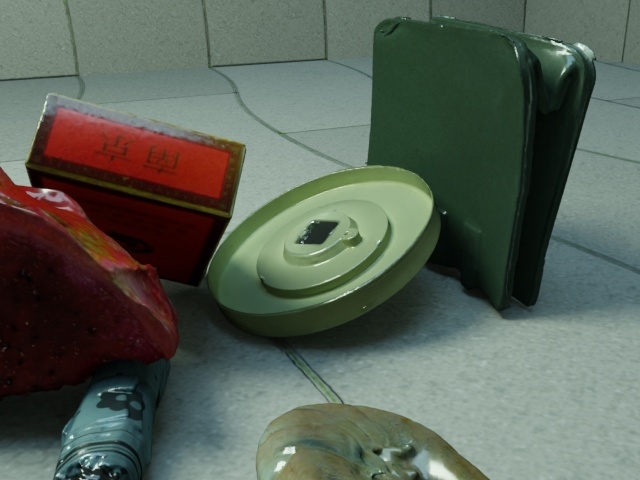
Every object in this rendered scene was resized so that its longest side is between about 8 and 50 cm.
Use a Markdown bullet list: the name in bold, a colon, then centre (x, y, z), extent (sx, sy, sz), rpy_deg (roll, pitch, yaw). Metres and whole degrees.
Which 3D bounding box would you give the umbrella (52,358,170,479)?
- **umbrella**: centre (-0.135, 0.125, 0.486), extent (0.052, 0.053, 0.250), rpy_deg (-12, 22, 0)

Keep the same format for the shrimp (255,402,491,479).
- **shrimp**: centre (0.046, 0.156, 0.392), extent (0.145, 0.059, 0.254), rpy_deg (8, 10, -20)

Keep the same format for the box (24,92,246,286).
- **box**: centre (-0.161, -0.030, 0.649), extent (0.153, 0.074, 0.240), rpy_deg (10, -18, -12)

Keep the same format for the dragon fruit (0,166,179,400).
- **dragon fruit**: centre (-0.236, 0.007, 0.520), extent (0.262, 0.212, 0.134), rpy_deg (-10, 28, 5)

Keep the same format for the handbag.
- **handbag**: centre (0.138, -0.085, 0.745), extent (0.079, 0.260, 0.247), rpy_deg (-9, 25, -26)

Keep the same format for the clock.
- **clock**: centre (0.000, 0.000, 0.714), extent (0.235, 0.029, 0.235), rpy_deg (-18, 32, 11)
